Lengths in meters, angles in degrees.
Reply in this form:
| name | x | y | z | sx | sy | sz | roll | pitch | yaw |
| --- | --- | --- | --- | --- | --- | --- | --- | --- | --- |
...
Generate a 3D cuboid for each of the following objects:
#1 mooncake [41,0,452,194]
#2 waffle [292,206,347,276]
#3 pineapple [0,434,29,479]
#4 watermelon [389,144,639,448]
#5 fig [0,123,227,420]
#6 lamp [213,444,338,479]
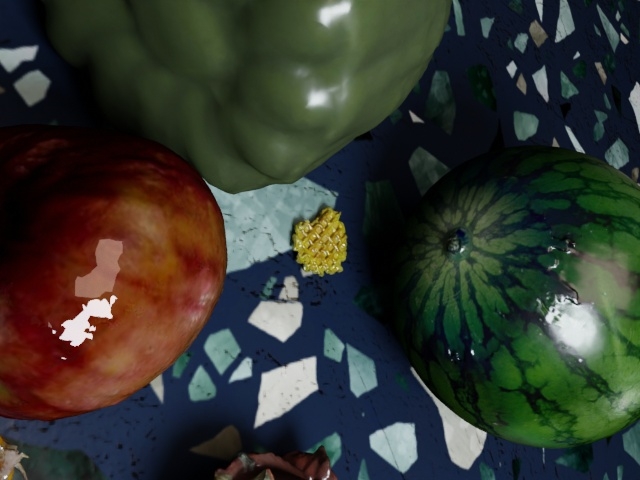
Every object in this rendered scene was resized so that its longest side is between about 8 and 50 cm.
| name | x | y | z | sx | sy | sz | roll | pitch | yaw |
| --- | --- | --- | --- | --- | --- | --- | --- | --- | --- |
| mooncake | -0.080 | -0.217 | 0.568 | 0.194 | 0.356 | 0.356 | -37 | 106 | -37 |
| waffle | 0.000 | 0.002 | 0.822 | 0.085 | 0.016 | 0.078 | -11 | 89 | -42 |
| pineapple | -0.289 | 0.182 | 0.470 | 0.225 | 0.076 | 0.225 | -3 | 94 | -47 |
| watermelon | 0.247 | 0.064 | 0.823 | 0.363 | 0.363 | 0.363 | 10 | 75 | -41 |
| fig | -0.181 | 0.016 | 0.528 | 0.263 | 0.224 | 0.224 | -35 | 106 | -63 |
| lamp | -0.033 | 0.292 | 0.646 | 0.223 | 0.151 | 0.215 | -4 | 89 | -45 |
